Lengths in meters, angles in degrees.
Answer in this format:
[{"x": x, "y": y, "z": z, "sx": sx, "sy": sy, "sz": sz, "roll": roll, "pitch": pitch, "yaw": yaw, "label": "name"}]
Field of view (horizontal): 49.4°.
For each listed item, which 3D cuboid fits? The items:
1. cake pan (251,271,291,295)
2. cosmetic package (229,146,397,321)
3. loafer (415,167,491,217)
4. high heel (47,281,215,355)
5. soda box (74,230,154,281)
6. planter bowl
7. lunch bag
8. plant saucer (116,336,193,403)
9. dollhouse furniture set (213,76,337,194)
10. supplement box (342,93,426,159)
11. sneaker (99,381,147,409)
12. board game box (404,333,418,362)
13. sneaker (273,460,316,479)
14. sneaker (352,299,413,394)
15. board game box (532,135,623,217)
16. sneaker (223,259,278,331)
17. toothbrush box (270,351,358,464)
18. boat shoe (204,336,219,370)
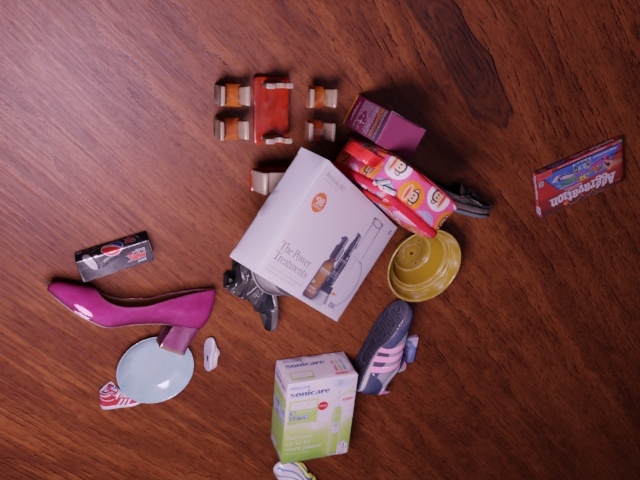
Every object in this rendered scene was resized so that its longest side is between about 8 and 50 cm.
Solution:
[{"x": -0.042, "y": 0.013, "z": 1.689, "sx": 0.293, "sy": 0.054, "sz": 0.293, "roll": -28, "pitch": 134, "yaw": -35, "label": "cake pan"}, {"x": 0.000, "y": 0.000, "z": 1.605, "sx": 0.284, "sy": 0.097, "sz": 0.377, "roll": -59, "pitch": 144, "yaw": -4, "label": "cosmetic package"}, {"x": 0.343, "y": -0.121, "z": 1.821, "sx": 0.267, "sy": 0.096, "sz": 0.084, "roll": 11, "pitch": 106, "yaw": -24, "label": "loafer"}, {"x": -0.437, "y": 0.128, "z": 1.644, "sx": 0.377, "sy": 0.127, "sz": 0.181, "roll": 28, "pitch": 89, "yaw": -34, "label": "high heel"}, {"x": -0.473, "y": 0.036, "z": 1.602, "sx": 0.168, "sy": 0.053, "sz": 0.060, "roll": -19, "pitch": 121, "yaw": -12, "label": "soda box"}, {"x": 0.263, "y": 0.051, "z": 1.877, "sx": 0.217, "sy": 0.090, "sz": 0.217, "roll": -9, "pitch": 118, "yaw": -16, "label": "planter bowl"}, {"x": 0.155, "y": -0.139, "z": 1.616, "sx": 0.258, "sy": 0.293, "sz": 0.120, "roll": 37, "pitch": 91, "yaw": -30, "label": "lunch bag"}, {"x": -0.423, "y": 0.324, "z": 1.776, "sx": 0.194, "sy": 0.037, "sz": 0.195, "roll": -9, "pitch": 115, "yaw": -19, "label": "plant saucer"}, {"x": -0.112, "y": -0.240, "z": 1.580, "sx": 0.262, "sy": 0.135, "sz": 0.259, "roll": -3, "pitch": 106, "yaw": -20, "label": "dollhouse furniture set"}, {"x": 0.144, "y": -0.264, "z": 1.606, "sx": 0.104, "sy": 0.188, "sz": 0.081, "roll": 22, "pitch": 102, "yaw": -29, "label": "supplement box"}, {"x": -0.507, "y": 0.392, "z": 1.781, "sx": 0.118, "sy": 0.042, "sz": 0.067, "roll": -10, "pitch": 122, "yaw": -14, "label": "sneaker"}, {"x": 0.239, "y": 0.322, "z": 2.050, "sx": 0.090, "sy": 0.020, "sz": 0.090, "roll": -3, "pitch": 117, "yaw": -21, "label": "board game box"}, {"x": -0.048, "y": 0.756, "z": 2.100, "sx": 0.091, "sy": 0.126, "sz": 0.240, "roll": -41, "pitch": 123, "yaw": 2, "label": "sneaker"}, {"x": 0.201, "y": 0.308, "z": 1.977, "sx": 0.131, "sy": 0.112, "sz": 0.319, "roll": 17, "pitch": 117, "yaw": -23, "label": "sneaker"}, {"x": 0.736, "y": -0.180, "z": 1.981, "sx": 0.281, "sy": 0.027, "sz": 0.145, "roll": -23, "pitch": 123, "yaw": -9, "label": "board game box"}, {"x": -0.176, "y": 0.135, "z": 1.754, "sx": 0.130, "sy": 0.087, "sz": 0.228, "roll": -14, "pitch": 117, "yaw": -12, "label": "sneaker"}, {"x": -0.022, "y": 0.472, "z": 1.967, "sx": 0.206, "sy": 0.122, "sz": 0.283, "roll": -3, "pitch": 116, "yaw": -20, "label": "toothbrush box"}, {"x": -0.283, "y": 0.296, "z": 1.828, "sx": 0.035, "sy": 0.035, "sz": 0.100, "roll": -18, "pitch": 121, "yaw": -44, "label": "boat shoe"}]
